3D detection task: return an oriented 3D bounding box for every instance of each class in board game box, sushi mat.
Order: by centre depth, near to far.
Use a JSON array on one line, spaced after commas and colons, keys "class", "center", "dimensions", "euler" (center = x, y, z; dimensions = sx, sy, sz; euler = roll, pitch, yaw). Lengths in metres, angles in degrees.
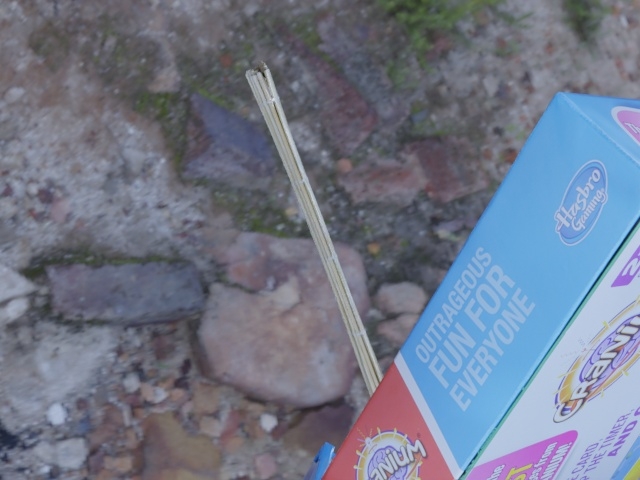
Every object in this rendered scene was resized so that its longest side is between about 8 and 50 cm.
[{"class": "board game box", "center": [0.181, 0.047, 0.601], "dimensions": [0.316, 0.242, 0.064], "euler": [-1, 41, -41]}, {"class": "sushi mat", "center": [0.000, 0.000, 0.977], "dimensions": [0.019, 0.151, 0.316], "euler": [-21, 99, 0]}]

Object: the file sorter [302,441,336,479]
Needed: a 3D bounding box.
[{"class": "file sorter", "center": [0.003, 0.316, 1.150], "dimensions": [0.104, 0.170, 0.118], "euler": [28, 29, -3]}]
